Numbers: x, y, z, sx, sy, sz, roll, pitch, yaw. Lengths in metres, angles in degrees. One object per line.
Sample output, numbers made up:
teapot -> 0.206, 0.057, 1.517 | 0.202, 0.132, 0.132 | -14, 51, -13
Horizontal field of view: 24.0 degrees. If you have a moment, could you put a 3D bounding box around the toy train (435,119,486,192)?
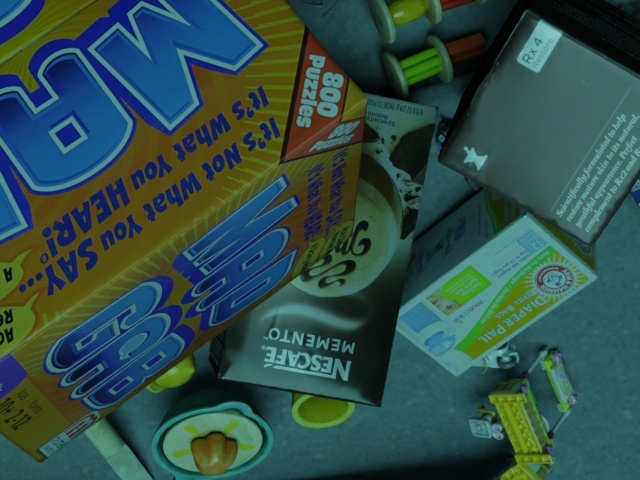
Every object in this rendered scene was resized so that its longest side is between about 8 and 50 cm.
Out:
toy train -> 0.171, -0.068, 1.583 | 0.036, 0.027, 0.158 | -32, 117, 26

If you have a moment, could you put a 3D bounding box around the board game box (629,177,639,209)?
board game box -> 0.404, -0.046, 1.537 | 0.146, 0.045, 0.193 | -27, 100, 36

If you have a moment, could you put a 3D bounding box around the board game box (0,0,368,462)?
board game box -> -0.213, -0.086, 1.230 | 0.356, 0.356, 0.356 | -35, 77, -10

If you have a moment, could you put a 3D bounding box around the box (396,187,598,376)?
box -> 0.177, 0.030, 1.572 | 0.114, 0.103, 0.203 | 38, 122, -21

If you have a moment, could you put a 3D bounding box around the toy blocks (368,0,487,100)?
toy blocks -> 0.130, -0.215, 1.481 | 0.148, 0.054, 0.123 | -23, 130, -9

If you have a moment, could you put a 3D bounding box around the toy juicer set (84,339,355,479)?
toy juicer set -> -0.143, 0.200, 1.636 | 0.329, 0.089, 0.209 | -32, 134, 23

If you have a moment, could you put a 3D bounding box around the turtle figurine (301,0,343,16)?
turtle figurine -> 0.052, -0.286, 1.390 | 0.234, 0.175, 0.118 | -18, 101, -2

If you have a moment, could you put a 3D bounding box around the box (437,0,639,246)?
box -> 0.232, -0.132, 1.431 | 0.167, 0.203, 0.168 | 30, 115, -1

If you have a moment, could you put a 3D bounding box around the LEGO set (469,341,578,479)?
LEGO set -> 0.227, 0.220, 1.726 | 0.132, 0.107, 0.287 | 16, 129, 28

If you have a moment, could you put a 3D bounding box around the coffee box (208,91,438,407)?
coffee box -> 0.000, 0.000, 1.492 | 0.168, 0.119, 0.297 | 10, 91, -9
